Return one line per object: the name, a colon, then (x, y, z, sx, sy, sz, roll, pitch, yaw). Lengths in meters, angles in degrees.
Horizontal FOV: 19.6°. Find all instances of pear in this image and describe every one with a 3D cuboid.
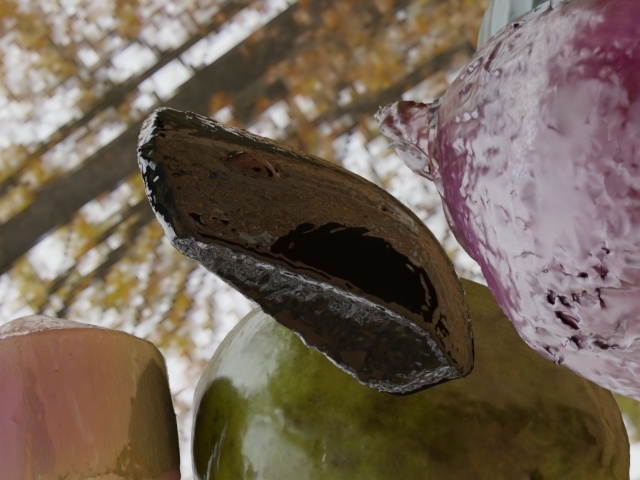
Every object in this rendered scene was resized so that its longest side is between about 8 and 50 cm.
pear: (0.067, 0.188, 1.612, 0.413, 0.352, 0.352, 17, 166, 48)

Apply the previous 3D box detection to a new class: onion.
onion: (0.148, 0.001, 0.941, 0.267, 0.348, 0.159, 38, -116, -34)

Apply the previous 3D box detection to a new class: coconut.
coconut: (-0.236, 0.178, 1.597, 0.233, 0.233, 0.245, 31, -144, -45)

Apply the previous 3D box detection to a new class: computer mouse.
computer mouse: (0.004, -0.003, 1.258, 0.295, 0.087, 0.168, 33, -156, -32)

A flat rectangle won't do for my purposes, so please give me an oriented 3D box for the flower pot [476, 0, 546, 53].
flower pot: (0.215, -0.118, 1.171, 0.189, 0.243, 0.157, 1, -93, -54)
